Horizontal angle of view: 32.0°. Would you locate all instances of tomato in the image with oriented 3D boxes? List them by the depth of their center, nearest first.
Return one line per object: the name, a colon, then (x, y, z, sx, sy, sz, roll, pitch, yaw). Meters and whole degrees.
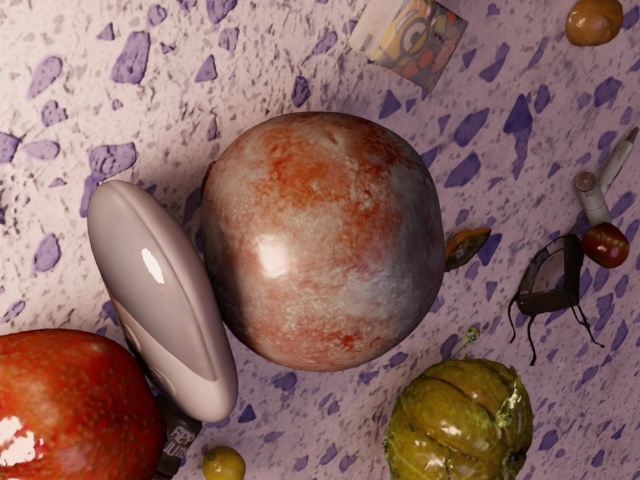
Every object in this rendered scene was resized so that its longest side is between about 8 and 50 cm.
tomato: (0.000, 0.000, 1.330, 0.317, 0.283, 0.316, 15, 73, -61)
tomato: (0.524, 0.008, 2.043, 0.075, 0.087, 0.087, -50, 143, -5)

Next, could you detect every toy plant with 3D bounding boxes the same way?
toy plant: (-0.248, 0.282, 1.450, 0.200, 0.105, 0.143, -44, 135, 6)

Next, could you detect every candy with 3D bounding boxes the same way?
candy: (0.253, 0.187, 1.987, 0.023, 0.025, 0.083, 44, 92, -10)

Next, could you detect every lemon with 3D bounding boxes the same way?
lemon: (-0.142, 0.331, 1.632, 0.062, 0.062, 0.083, -46, 141, -11)

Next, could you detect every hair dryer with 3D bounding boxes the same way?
hair dryer: (0.540, -0.124, 2.041, 0.183, 0.044, 0.155, -51, 145, -9)

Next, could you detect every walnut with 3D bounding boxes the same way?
walnut: (0.439, -0.339, 1.748, 0.121, 0.052, 0.091, -11, 129, -40)

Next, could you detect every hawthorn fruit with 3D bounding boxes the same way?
hawthorn fruit: (-0.291, 0.217, 1.248, 0.300, 0.254, 0.254, -7, 124, -63)

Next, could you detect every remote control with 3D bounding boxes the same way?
remote control: (-0.177, 0.074, 1.259, 0.103, 0.221, 0.332, -30, 137, -21)

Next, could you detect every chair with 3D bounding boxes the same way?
chair: (0.433, 0.103, 2.064, 0.174, 0.149, 0.213, 43, 43, -50)

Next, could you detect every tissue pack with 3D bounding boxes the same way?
tissue pack: (0.116, -0.267, 1.446, 0.148, 0.060, 0.108, 18, 105, -51)

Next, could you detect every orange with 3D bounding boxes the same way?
orange: (0.239, 0.334, 1.924, 0.300, 0.223, 0.301, -61, 149, 1)

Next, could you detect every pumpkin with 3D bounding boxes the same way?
pumpkin: (0.227, 0.012, 1.812, 0.101, 0.035, 0.073, -20, 143, -42)
